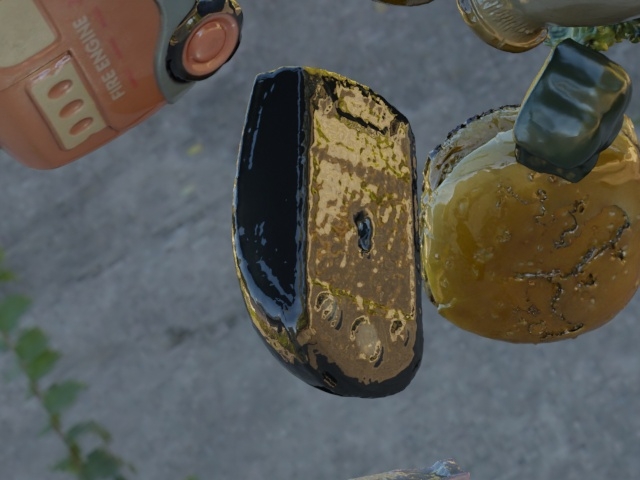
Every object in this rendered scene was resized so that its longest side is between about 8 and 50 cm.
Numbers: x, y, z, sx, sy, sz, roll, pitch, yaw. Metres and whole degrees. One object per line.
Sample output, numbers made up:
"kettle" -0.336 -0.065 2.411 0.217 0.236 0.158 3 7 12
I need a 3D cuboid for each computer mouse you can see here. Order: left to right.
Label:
"computer mouse" 0.000 0.000 1.324 0.100 0.170 0.269 -15 64 35

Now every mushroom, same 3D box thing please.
"mushroom" 0.287 -0.274 1.583 0.407 0.137 0.154 -21 47 53

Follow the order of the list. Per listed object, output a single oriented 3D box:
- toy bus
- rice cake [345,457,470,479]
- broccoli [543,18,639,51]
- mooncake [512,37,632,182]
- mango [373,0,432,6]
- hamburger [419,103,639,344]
"toy bus" -0.211 -0.179 1.166 0.232 0.287 0.194 -41 58 -10
"rice cake" 0.038 0.305 1.774 0.298 0.106 0.050 -7 22 -32
"broccoli" 0.306 -0.325 1.913 0.273 0.242 0.180 -12 -3 35
"mooncake" 0.264 -0.128 1.788 0.175 0.104 0.168 -42 -17 -56
"mango" 0.055 -0.281 1.053 0.175 0.176 0.329 -44 -12 -20
"hamburger" 0.257 -0.018 2.012 0.284 0.304 0.174 -6 32 -8
